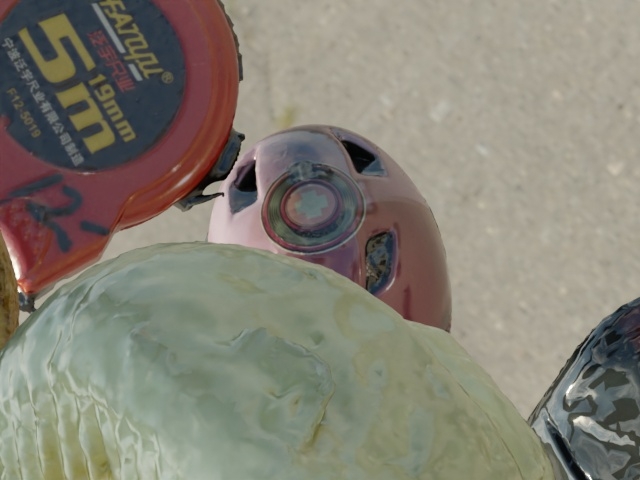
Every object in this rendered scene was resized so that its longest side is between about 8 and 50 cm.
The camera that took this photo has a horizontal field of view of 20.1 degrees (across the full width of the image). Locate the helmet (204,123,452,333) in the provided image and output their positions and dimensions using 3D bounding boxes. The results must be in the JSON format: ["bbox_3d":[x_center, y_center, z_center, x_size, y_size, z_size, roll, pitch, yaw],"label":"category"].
[{"bbox_3d":[0.000,0.000,1.452,0.198,0.154,0.253,-13,28,-2],"label":"helmet"}]

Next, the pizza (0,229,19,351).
[{"bbox_3d":[-0.268,0.030,0.813,0.034,0.262,0.181,-82,8,-61],"label":"pizza"}]

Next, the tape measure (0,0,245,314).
[{"bbox_3d":[-0.182,-0.106,1.358,0.260,0.253,0.114,-30,3,-11],"label":"tape measure"}]

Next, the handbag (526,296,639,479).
[{"bbox_3d":[0.238,0.112,0.859,0.181,0.254,0.181,56,136,30],"label":"handbag"}]

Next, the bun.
[{"bbox_3d":[-0.016,0.111,0.589,0.244,0.243,0.153,-18,3,46],"label":"bun"}]
